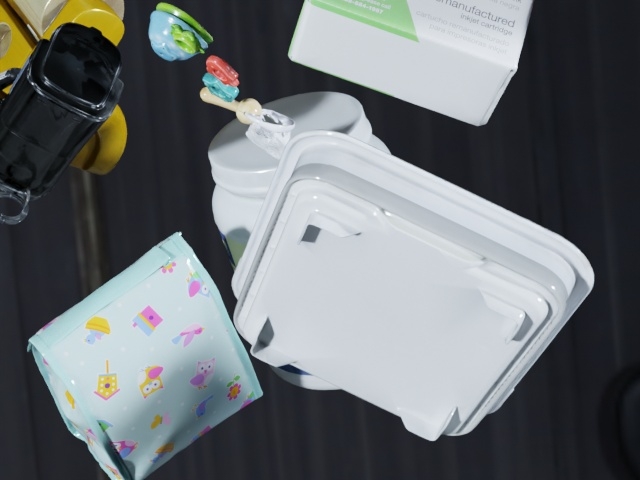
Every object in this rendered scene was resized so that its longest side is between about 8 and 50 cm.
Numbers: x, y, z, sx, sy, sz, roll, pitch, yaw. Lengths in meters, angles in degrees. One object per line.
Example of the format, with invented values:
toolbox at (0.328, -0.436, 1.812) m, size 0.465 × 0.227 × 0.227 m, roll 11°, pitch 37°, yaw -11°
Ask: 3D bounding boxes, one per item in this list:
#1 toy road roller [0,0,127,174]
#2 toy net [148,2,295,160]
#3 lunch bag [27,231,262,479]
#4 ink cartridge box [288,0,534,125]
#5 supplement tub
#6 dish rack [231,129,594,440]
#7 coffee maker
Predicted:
toy road roller at (-0.349, -0.223, 2.012) m, size 0.240 × 0.329 × 0.202 m, roll 17°, pitch 26°, yaw -47°
toy net at (-0.089, -0.166, 1.628) m, size 0.232 × 0.045 × 0.122 m, roll 42°, pitch -18°, yaw -28°
lunch bag at (-0.215, 0.132, 1.782) m, size 0.223 × 0.262 × 0.160 m, roll -36°, pitch 49°, yaw -16°
ink cartridge box at (0.107, -0.273, 1.419) m, size 0.198 × 0.273 × 0.115 m, roll 19°, pitch -27°, yaw -2°
supplement tub at (0.000, 0.000, 1.913) m, size 0.235 × 0.325 × 0.235 m, roll -14°, pitch 29°, yaw 8°
dish rack at (0.060, 0.062, 1.338) m, size 0.285 × 0.072 × 0.333 m, roll 26°, pitch -34°, yaw 1°
coffee maker at (-0.299, -0.129, 1.677) m, size 0.120 × 0.171 × 0.178 m, roll 7°, pitch -31°, yaw -30°
